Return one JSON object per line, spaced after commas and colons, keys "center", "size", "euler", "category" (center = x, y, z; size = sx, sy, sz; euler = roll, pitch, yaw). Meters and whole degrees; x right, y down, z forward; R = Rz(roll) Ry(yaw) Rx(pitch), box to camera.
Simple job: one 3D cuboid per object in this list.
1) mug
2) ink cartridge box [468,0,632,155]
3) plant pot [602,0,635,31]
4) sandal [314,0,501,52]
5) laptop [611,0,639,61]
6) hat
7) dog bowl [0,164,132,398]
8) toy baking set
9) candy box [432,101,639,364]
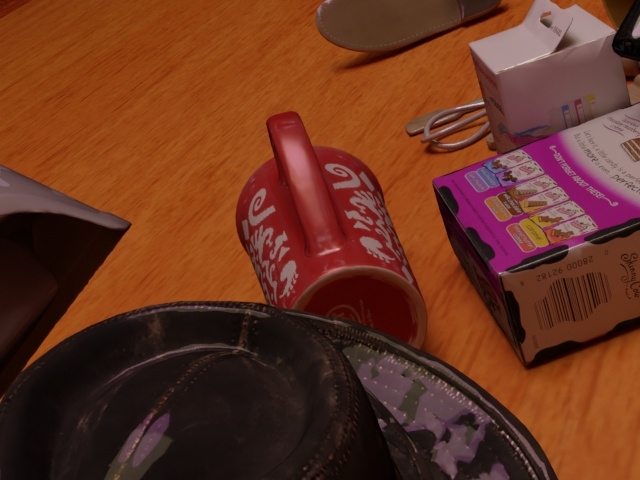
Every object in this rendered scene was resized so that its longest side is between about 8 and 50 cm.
{"center": [-0.006, 0.008, 0.667], "size": [0.113, 0.150, 0.169], "euler": [-43, 27, 12], "category": "mug"}
{"center": [0.174, -0.104, 0.741], "size": [0.090, 0.143, 0.092], "euler": [-20, 25, 3], "category": "ink cartridge box"}
{"center": [0.328, -0.249, 0.924], "size": [0.095, 0.134, 0.134], "euler": [-23, 25, -2], "category": "plant pot"}
{"center": [0.113, -0.283, 1.264], "size": [0.240, 0.088, 0.079], "euler": [-14, -7, -1], "category": "sandal"}
{"center": [0.478, -0.180, 0.674], "size": [0.382, 0.236, 0.408], "euler": [24, 76, 33], "category": "laptop"}
{"center": [-0.052, 0.117, 0.363], "size": [0.331, 0.134, 0.331], "euler": [-4, 45, 4], "category": "hat"}
{"center": [-0.244, 0.099, 0.520], "size": [0.349, 0.102, 0.349], "euler": [-50, 9, 11], "category": "dog bowl"}
{"center": [0.199, -0.132, 0.914], "size": [0.197, 0.030, 0.256], "euler": [-34, 28, -25], "category": "toy baking set"}
{"center": [0.207, -0.024, 0.641], "size": [0.233, 0.071, 0.159], "euler": [-21, 26, 1], "category": "candy box"}
